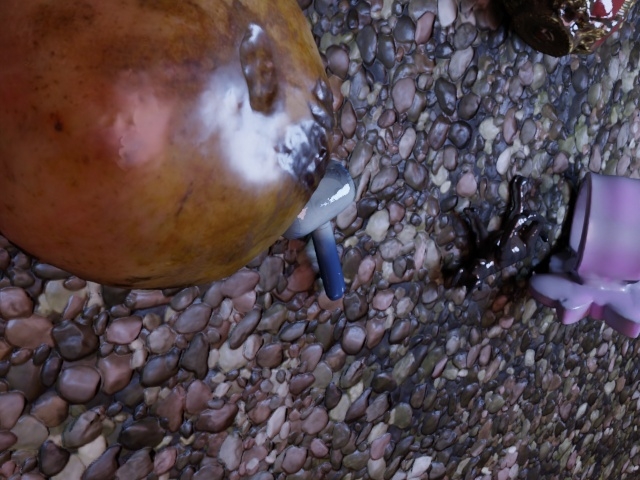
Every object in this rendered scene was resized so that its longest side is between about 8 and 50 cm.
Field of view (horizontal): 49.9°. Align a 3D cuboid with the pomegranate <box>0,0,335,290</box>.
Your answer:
[{"bbox_3d":[-0.140,-0.109,0.577,0.322,0.322,0.322,-14,114,-35],"label":"pomegranate"}]

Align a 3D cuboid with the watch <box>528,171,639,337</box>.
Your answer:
[{"bbox_3d":[0.471,0.003,1.157,0.248,0.211,0.217,-53,148,-61],"label":"watch"}]

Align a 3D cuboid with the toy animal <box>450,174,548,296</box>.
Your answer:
[{"bbox_3d":[0.291,-0.002,1.109,0.233,0.084,0.148,-28,139,-36],"label":"toy animal"}]

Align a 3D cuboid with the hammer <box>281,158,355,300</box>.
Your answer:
[{"bbox_3d":[0.000,0.000,0.874,0.116,0.069,0.193,-34,129,-27],"label":"hammer"}]

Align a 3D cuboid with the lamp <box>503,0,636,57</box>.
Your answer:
[{"bbox_3d":[0.376,-0.394,0.972,0.177,0.177,0.274,40,78,-40],"label":"lamp"}]
